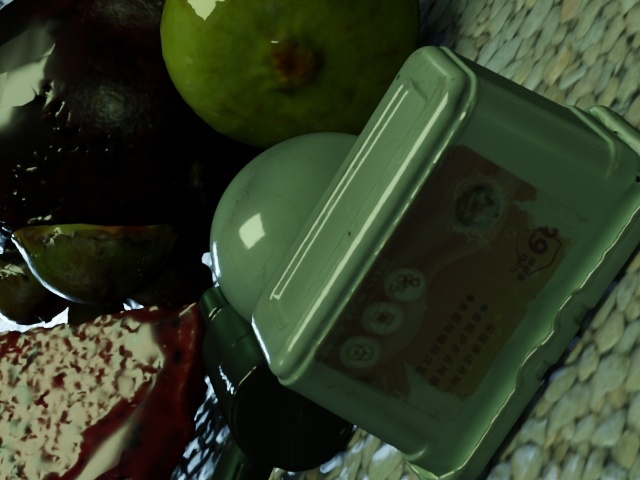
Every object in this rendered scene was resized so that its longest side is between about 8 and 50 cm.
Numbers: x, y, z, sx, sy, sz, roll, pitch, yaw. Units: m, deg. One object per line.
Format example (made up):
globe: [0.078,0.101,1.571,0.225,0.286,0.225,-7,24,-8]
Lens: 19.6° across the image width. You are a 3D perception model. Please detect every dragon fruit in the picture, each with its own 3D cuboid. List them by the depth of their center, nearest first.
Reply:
dragon fruit: [-0.274,0.229,1.930,0.302,0.240,0.330,114,179,-58]

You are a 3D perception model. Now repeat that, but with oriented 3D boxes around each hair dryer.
hair dryer: [-0.085,0.200,1.720,0.302,0.116,0.244,-66,17,10]

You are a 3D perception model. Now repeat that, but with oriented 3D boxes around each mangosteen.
mangosteen: [-0.256,-0.092,2.059,0.381,0.381,0.421,-28,37,57]

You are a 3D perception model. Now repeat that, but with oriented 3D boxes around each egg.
egg: [0.000,0.000,1.576,0.183,0.183,0.264,-55,-14,18]

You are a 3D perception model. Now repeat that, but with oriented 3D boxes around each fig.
fig: [-0.022,-0.233,1.896,0.258,0.258,0.326,-53,7,25]

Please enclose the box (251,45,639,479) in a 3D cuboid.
box: [0.091,0.012,1.397,0.312,0.182,0.175,-59,20,12]
